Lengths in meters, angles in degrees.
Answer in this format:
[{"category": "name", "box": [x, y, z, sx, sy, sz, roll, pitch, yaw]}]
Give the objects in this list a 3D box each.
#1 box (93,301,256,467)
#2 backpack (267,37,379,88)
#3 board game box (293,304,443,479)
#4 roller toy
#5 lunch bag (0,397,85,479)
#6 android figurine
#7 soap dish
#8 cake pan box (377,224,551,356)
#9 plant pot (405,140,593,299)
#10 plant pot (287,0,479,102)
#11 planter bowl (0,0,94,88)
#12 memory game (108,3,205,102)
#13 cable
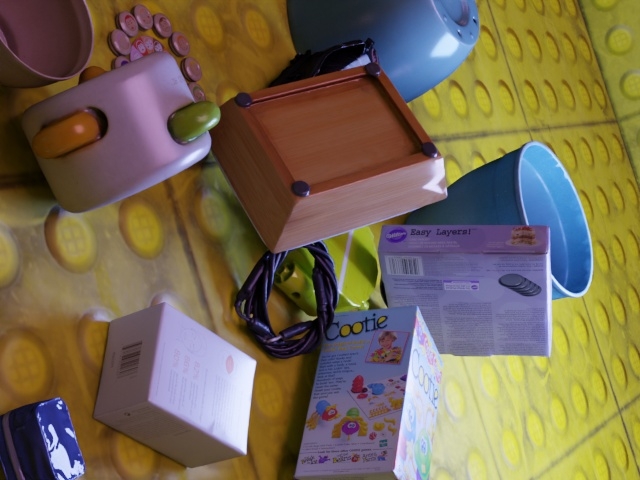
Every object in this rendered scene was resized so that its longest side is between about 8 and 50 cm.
[{"category": "box", "box": [-0.168, 0.174, 1.403, 0.170, 0.091, 0.130, 39, 43, -40]}, {"category": "backpack", "box": [0.003, -0.231, 1.841, 0.182, 0.152, 0.115, -45, 116, -49]}, {"category": "board game box", "box": [0.074, 0.245, 1.664, 0.142, 0.144, 0.275, 63, 30, -42]}, {"category": "roller toy", "box": [-0.238, -0.129, 1.364, 0.209, 0.191, 0.146, -28, 101, -22]}, {"category": "lunch bag", "box": [-0.291, 0.217, 1.218, 0.067, 0.065, 0.098, 0, 73, -73]}, {"category": "android figurine", "box": [0.000, 0.000, 1.788, 0.273, 0.056, 0.248, 45, 39, -34]}, {"category": "soap dish", "box": [0.011, -0.124, 1.653, 0.291, 0.118, 0.229, -18, 63, -27]}, {"category": "cake pan box", "box": [0.223, 0.081, 1.838, 0.070, 0.267, 0.246, -77, 161, -45]}, {"category": "plant pot", "box": [0.293, -0.004, 2.052, 0.271, 0.255, 0.272, 32, 49, -46]}, {"category": "plant pot", "box": [0.124, -0.370, 2.006, 0.293, 0.235, 0.293, 32, 49, -46]}, {"category": "planter bowl", "box": [-0.349, -0.238, 1.326, 0.162, 0.109, 0.162, 33, 48, -46]}, {"category": "memory game", "box": [-0.219, -0.233, 1.616, 0.186, 0.012, 0.186, 32, 49, -45]}, {"category": "cable", "box": [-0.032, 0.070, 1.653, 0.150, 0.047, 0.184, 43, 63, -25]}]
